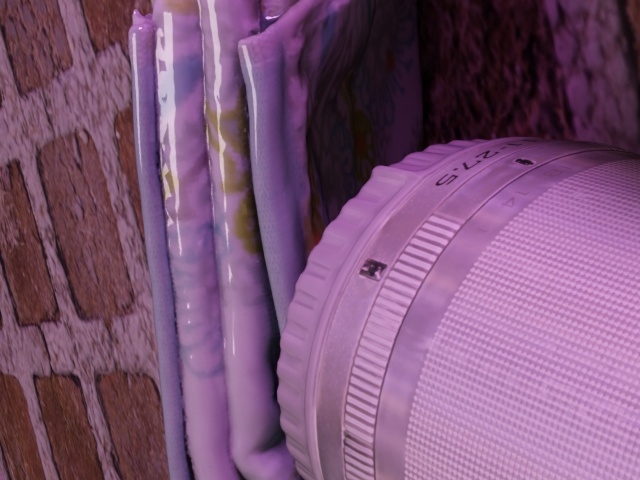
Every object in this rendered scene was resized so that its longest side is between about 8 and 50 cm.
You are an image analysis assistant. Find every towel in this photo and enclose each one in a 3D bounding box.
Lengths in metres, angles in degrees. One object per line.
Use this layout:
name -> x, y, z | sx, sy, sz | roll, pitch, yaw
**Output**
towel -> 0.000, 0.000, 0.849 | 0.090, 0.320, 0.374 | 3, 113, 15

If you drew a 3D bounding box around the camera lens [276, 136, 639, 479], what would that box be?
camera lens -> 0.139, 0.079, 0.638 | 0.274, 0.219, 0.219 | 21, 123, 50
